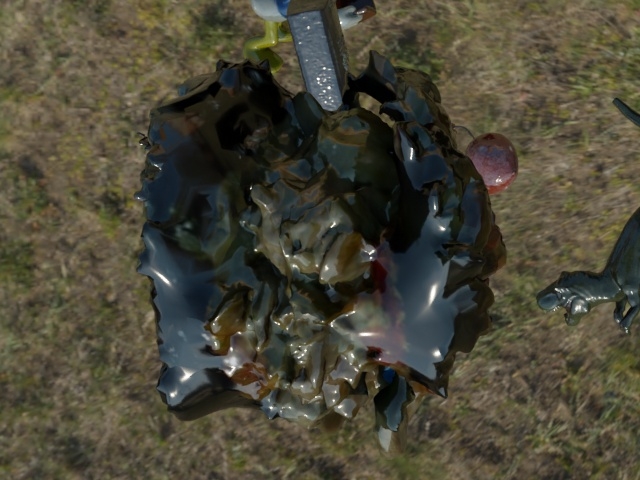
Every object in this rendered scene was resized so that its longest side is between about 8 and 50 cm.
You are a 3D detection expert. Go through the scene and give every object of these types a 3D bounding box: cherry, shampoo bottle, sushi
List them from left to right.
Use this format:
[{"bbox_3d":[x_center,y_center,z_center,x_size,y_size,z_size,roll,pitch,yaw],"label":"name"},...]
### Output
[{"bbox_3d":[0.006,0.000,0.570,0.219,0.238,0.225,-3,54,14],"label":"sushi"},{"bbox_3d":[0.019,-0.202,1.326,0.071,0.098,0.309,-9,122,10],"label":"shampoo bottle"},{"bbox_3d":[0.274,-0.141,1.585,0.225,0.090,0.107,-138,44,-66],"label":"cherry"}]

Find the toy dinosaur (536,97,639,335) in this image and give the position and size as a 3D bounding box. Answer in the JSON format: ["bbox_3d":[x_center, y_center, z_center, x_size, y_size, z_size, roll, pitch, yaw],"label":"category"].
[{"bbox_3d":[0.269,-0.010,0.831,0.187,0.087,0.179,-38,100,1],"label":"toy dinosaur"}]

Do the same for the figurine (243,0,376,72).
[{"bbox_3d":[-0.024,-0.521,1.908,0.284,0.204,0.338,13,145,9],"label":"figurine"}]
